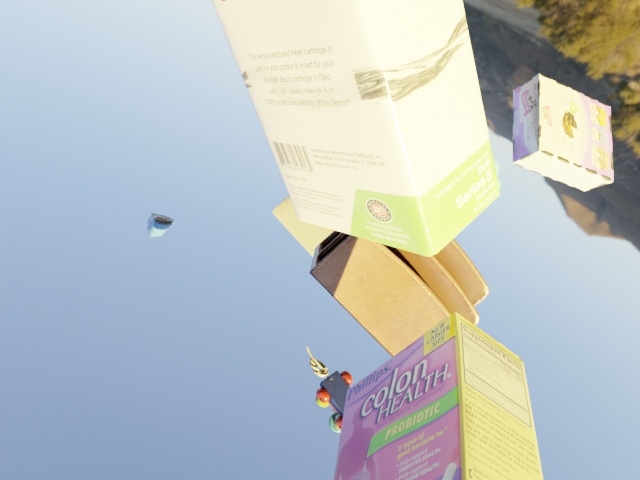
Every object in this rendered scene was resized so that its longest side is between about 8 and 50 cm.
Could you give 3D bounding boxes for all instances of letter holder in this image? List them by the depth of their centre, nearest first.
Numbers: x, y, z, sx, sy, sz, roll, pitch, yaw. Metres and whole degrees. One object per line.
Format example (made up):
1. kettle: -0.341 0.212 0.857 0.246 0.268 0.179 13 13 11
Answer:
1. letter holder: 0.163 0.072 0.993 0.302 0.214 0.152 46 -167 -9

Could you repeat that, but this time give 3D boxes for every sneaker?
1. sneaker: -0.520 -0.041 1.750 0.069 0.082 0.209 14 180 -24

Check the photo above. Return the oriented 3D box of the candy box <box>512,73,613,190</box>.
1. candy box: 0.467 -0.205 1.045 0.196 0.070 0.165 15 -108 -22

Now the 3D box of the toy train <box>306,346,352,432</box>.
1. toy train: 0.021 0.410 1.479 0.105 0.143 0.248 -29 -107 -30

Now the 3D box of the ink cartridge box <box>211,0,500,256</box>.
1. ink cartridge box: 0.029 -0.143 0.492 0.114 0.273 0.198 -37 -147 -27

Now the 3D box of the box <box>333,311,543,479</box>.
1. box: 0.123 0.245 0.615 0.117 0.213 0.243 35 -145 -13

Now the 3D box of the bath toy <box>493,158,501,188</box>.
1. bath toy: 0.425 -0.272 1.644 0.129 0.151 0.348 17 -145 -31

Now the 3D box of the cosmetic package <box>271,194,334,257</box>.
1. cosmetic package: 0.000 0.000 1.687 0.309 0.113 0.160 48 179 24
